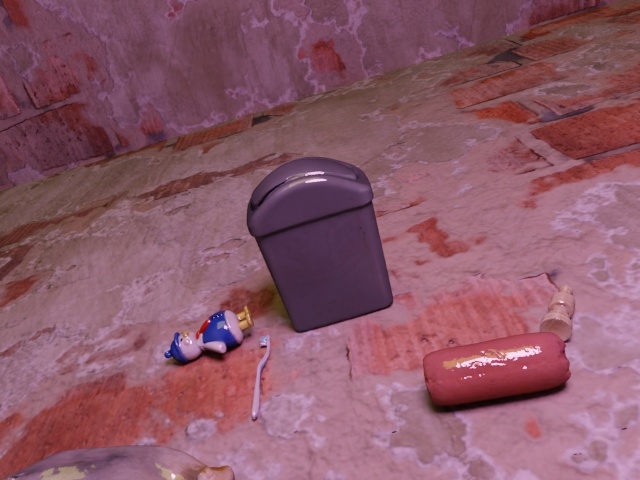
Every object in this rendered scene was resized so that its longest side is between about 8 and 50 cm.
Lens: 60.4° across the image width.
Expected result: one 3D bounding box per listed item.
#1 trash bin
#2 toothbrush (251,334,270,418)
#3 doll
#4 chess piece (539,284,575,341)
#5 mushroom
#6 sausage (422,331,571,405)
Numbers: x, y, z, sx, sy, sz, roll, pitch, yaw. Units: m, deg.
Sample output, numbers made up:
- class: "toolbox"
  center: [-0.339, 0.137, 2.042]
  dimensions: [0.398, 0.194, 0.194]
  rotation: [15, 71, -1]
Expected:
- class: "trash bin"
  center: [0.000, 0.000, 0.786]
  dimensions: [0.176, 0.236, 0.101]
  rotation: [-17, 27, 1]
- class: "toothbrush"
  center: [-0.079, 0.179, 0.744]
  dimensions: [0.017, 0.014, 0.162]
  rotation: [-2, 27, -1]
- class: "doll"
  center: [-0.167, 0.144, 0.823]
  dimensions: [0.142, 0.058, 0.099]
  rotation: [-24, 27, 0]
- class: "chess piece"
  center: [0.295, 0.083, 0.676]
  dimensions: [0.035, 0.035, 0.092]
  rotation: [0, 28, 32]
- class: "mushroom"
  center: [-0.224, 0.266, 0.581]
  dimensions: [0.277, 0.099, 0.096]
  rotation: [-11, 33, 7]
- class: "sausage"
  center: [0.190, 0.139, 0.598]
  dimensions: [0.154, 0.062, 0.062]
  rotation: [-13, 27, 10]
